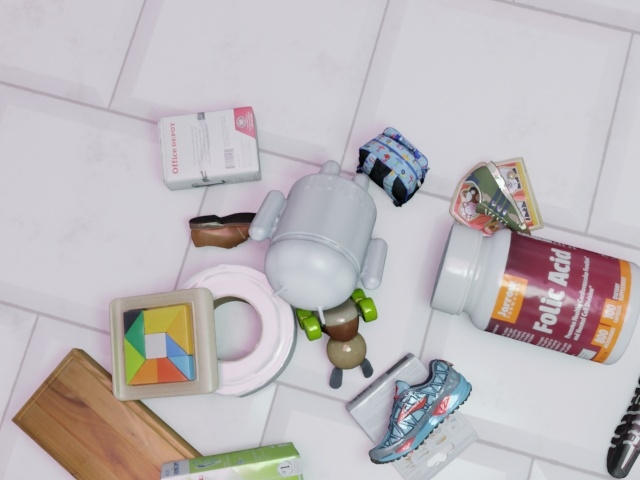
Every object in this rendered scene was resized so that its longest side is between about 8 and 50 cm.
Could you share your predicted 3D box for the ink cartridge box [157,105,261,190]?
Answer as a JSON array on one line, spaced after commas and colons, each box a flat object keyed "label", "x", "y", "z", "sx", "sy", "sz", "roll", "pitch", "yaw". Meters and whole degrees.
[{"label": "ink cartridge box", "x": -0.251, "y": -0.207, "z": 1.931, "sx": 0.218, "sy": 0.092, "sz": 0.159, "roll": -6, "pitch": 79, "yaw": 0}]

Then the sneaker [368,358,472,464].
[{"label": "sneaker", "x": 0.184, "y": 0.350, "z": 1.758, "sx": 0.262, "sy": 0.104, "sz": 0.125, "roll": -41, "pitch": 88, "yaw": -13}]

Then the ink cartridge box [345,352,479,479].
[{"label": "ink cartridge box", "x": 0.196, "y": 0.389, "z": 1.826, "sx": 0.189, "sy": 0.066, "sz": 0.232, "roll": -39, "pitch": 101, "yaw": -5}]

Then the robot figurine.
[{"label": "robot figurine", "x": 0.000, "y": 0.000, "z": 1.790, "sx": 0.300, "sy": 0.200, "sz": 0.353, "roll": 21, "pitch": 56, "yaw": -5}]

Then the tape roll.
[{"label": "tape roll", "x": -0.192, "y": 0.197, "z": 1.848, "sx": 0.286, "sy": 0.100, "sz": 0.286, "roll": 0, "pitch": 79, "yaw": 2}]

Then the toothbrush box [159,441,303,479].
[{"label": "toothbrush box", "x": -0.173, "y": 0.545, "z": 1.727, "sx": 0.283, "sy": 0.122, "sz": 0.206, "roll": -7, "pitch": 91, "yaw": -9}]

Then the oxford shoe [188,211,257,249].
[{"label": "oxford shoe", "x": -0.187, "y": -0.020, "z": 1.915, "sx": 0.212, "sy": 0.076, "sz": 0.076, "roll": -4, "pitch": 109, "yaw": 0}]

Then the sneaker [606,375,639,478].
[{"label": "sneaker", "x": 0.719, "y": 0.390, "z": 1.760, "sx": 0.162, "sy": 0.106, "sz": 0.281, "roll": 27, "pitch": 81, "yaw": 5}]

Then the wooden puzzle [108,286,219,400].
[{"label": "wooden puzzle", "x": -0.336, "y": 0.219, "z": 1.781, "sx": 0.238, "sy": 0.044, "sz": 0.221, "roll": -8, "pitch": 81, "yaw": 17}]

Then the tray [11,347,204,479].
[{"label": "tray", "x": -0.443, "y": 0.442, "z": 1.830, "sx": 0.411, "sy": 0.076, "sz": 0.203, "roll": 39, "pitch": 84, "yaw": 10}]

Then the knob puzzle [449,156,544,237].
[{"label": "knob puzzle", "x": 0.386, "y": -0.088, "z": 1.904, "sx": 0.213, "sy": 0.030, "sz": 0.213, "roll": -1, "pitch": 80, "yaw": 3}]

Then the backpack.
[{"label": "backpack", "x": 0.160, "y": -0.171, "z": 1.859, "sx": 0.158, "sy": 0.173, "sz": 0.117, "roll": 43, "pitch": 84, "yaw": 10}]

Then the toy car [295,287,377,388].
[{"label": "toy car", "x": 0.050, "y": 0.222, "z": 1.834, "sx": 0.155, "sy": 0.149, "sz": 0.188, "roll": -17, "pitch": 104, "yaw": -8}]

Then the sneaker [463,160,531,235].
[{"label": "sneaker", "x": 0.382, "y": -0.073, "z": 1.858, "sx": 0.086, "sy": 0.064, "sz": 0.192, "roll": -26, "pitch": 79, "yaw": 6}]

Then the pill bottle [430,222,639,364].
[{"label": "pill bottle", "x": 0.442, "y": 0.103, "z": 1.766, "sx": 0.392, "sy": 0.224, "sz": 0.224, "roll": 15, "pitch": 81, "yaw": 6}]
